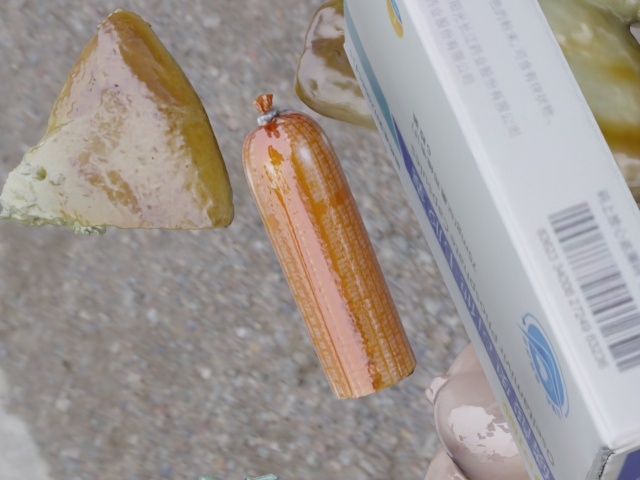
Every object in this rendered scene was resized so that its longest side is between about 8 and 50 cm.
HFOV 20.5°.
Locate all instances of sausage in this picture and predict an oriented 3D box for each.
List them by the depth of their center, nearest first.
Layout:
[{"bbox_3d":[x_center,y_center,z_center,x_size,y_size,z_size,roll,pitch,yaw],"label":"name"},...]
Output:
[{"bbox_3d":[0.000,0.000,1.296,0.071,0.071,0.234,-17,106,17],"label":"sausage"}]

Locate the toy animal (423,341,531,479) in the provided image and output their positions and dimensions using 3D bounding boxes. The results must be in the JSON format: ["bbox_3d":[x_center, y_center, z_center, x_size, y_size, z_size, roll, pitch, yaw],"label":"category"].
[{"bbox_3d":[0.180,0.211,1.658,0.229,0.210,0.221,-29,106,30],"label":"toy animal"}]

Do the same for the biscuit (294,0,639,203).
[{"bbox_3d":[0.138,-0.161,1.292,0.291,0.062,0.237,14,69,-5],"label":"biscuit"}]

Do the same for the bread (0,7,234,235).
[{"bbox_3d":[-0.111,-0.045,1.080,0.136,0.054,0.154,33,99,10],"label":"bread"}]

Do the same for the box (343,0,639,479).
[{"bbox_3d":[0.096,-0.024,0.919,0.065,0.200,0.343,-19,66,-7],"label":"box"}]

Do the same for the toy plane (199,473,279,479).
[{"bbox_3d":[-0.072,0.232,1.549,0.083,0.033,0.080,33,106,-1],"label":"toy plane"}]
